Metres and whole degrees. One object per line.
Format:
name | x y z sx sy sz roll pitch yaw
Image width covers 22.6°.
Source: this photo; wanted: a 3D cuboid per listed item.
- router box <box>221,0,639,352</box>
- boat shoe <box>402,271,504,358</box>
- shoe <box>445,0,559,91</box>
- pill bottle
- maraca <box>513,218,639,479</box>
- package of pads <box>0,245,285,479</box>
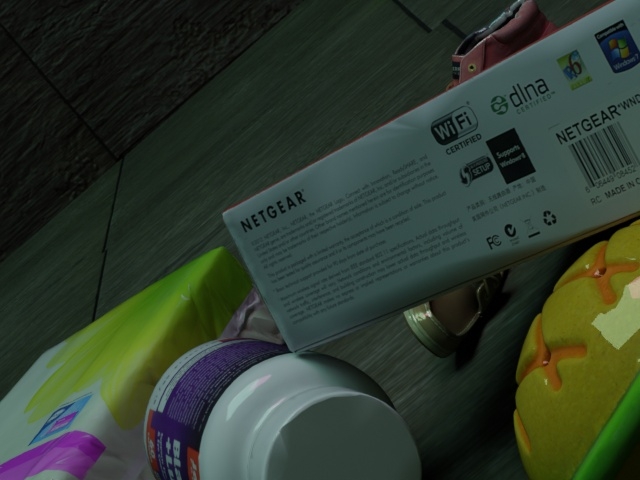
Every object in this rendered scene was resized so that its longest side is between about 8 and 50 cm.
router box | 0.163 -0.077 0.768 0.301 0.082 0.335 -28 1 -43
boat shoe | 0.083 0.020 0.948 0.045 0.050 0.135 -40 12 29
shoe | 0.111 -0.095 1.163 0.178 0.081 0.063 -43 13 -4
pill bottle | -0.020 0.109 0.831 0.108 0.108 0.193 -45 13 -14
maraca | 0.118 0.067 0.611 0.185 0.099 0.127 -58 -14 -1
package of pads | -0.172 0.155 1.125 0.229 0.101 0.296 -30 16 37
